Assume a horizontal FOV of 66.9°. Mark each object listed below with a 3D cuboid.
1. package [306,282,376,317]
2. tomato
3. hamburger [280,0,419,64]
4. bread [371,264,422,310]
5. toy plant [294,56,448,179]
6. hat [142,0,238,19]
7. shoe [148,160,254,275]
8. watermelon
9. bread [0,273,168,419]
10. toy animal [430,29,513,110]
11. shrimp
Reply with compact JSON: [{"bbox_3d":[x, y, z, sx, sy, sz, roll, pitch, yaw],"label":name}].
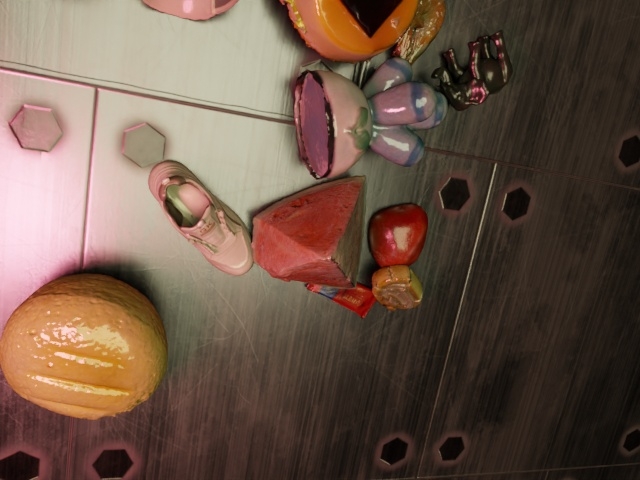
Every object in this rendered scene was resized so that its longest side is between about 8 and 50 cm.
[{"bbox_3d":[0.063,0.134,1.272,0.200,0.022,0.083,30,94,-24],"label":"package"},{"bbox_3d":[0.214,-0.001,1.251,0.166,0.082,0.174,-11,105,-15],"label":"tomato"},{"bbox_3d":[0.064,-0.520,1.011,0.294,0.179,0.276,36,93,-31],"label":"hamburger"},{"bbox_3d":[0.202,0.129,1.263,0.117,0.064,0.156,-21,133,28],"label":"bread"},{"bbox_3d":[0.128,-0.272,1.072,0.331,0.247,0.248,-11,108,-16],"label":"toy plant"},{"bbox_3d":[-0.251,-0.564,0.921,0.231,0.161,0.275,8,126,-21],"label":"hat"},{"bbox_3d":[-0.249,-0.035,1.055,0.124,0.159,0.316,-43,110,-4],"label":"shoe"},{"bbox_3d":[-0.007,-0.032,1.096,0.282,0.292,0.251,1,73,-15],"label":"watermelon"},{"bbox_3d":[-0.478,0.222,1.007,0.320,0.237,0.321,-3,104,-13],"label":"bread"},{"bbox_3d":[0.375,-0.406,1.173,0.244,0.114,0.147,-23,110,-10],"label":"toy animal"},{"bbox_3d":[0.215,-0.476,1.128,0.115,0.051,0.217,26,101,-39],"label":"shrimp"}]
